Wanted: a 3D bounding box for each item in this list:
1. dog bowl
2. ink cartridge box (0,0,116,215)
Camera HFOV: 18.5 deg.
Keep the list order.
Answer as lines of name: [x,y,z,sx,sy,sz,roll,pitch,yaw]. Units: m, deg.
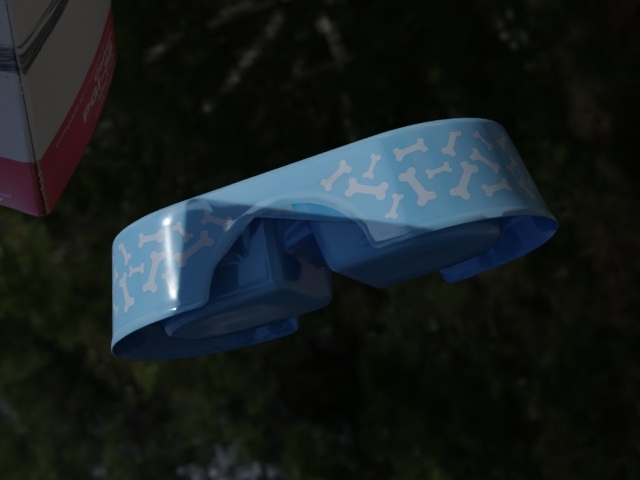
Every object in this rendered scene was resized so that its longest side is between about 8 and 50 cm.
dog bowl: [0.000,0.000,1.251,0.166,0.297,0.074,23,-129,-69]
ink cartridge box: [-0.215,-0.149,0.957,0.283,0.207,0.117,97,-167,-63]
